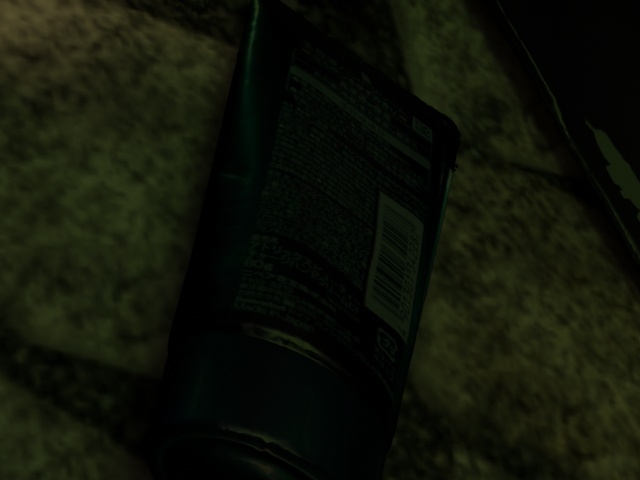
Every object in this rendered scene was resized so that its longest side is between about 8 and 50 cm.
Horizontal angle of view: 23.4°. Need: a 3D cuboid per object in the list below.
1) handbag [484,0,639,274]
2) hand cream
[{"bbox_3d":[0.249,-0.125,0.850,0.329,0.122,0.303,-12,66,-43],"label":"handbag"},{"bbox_3d":[0.000,0.000,0.618,0.120,0.061,0.270,32,40,-16],"label":"hand cream"}]
